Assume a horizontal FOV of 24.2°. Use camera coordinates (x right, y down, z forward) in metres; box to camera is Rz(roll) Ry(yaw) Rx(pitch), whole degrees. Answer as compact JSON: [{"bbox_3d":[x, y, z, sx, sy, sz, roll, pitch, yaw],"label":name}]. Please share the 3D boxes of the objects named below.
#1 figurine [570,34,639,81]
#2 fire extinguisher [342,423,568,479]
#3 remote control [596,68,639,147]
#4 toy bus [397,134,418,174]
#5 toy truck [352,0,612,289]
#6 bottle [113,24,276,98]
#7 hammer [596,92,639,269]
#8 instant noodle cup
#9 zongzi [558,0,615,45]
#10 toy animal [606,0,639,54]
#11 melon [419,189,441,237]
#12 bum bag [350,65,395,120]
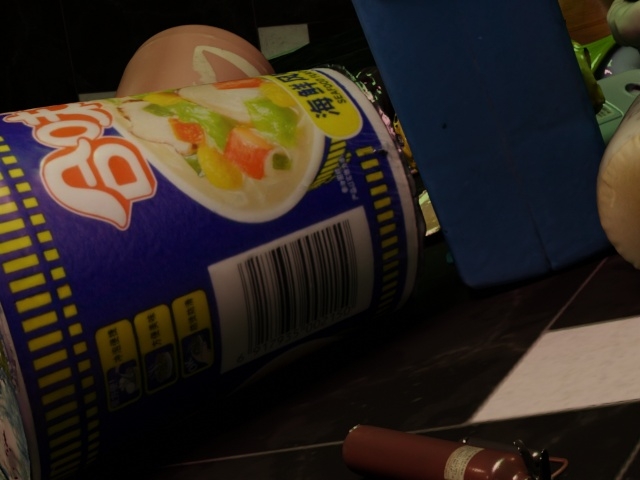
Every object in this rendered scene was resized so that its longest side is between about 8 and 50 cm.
[{"bbox_3d":[0.219,-0.154,1.440,0.263,0.143,0.162,8,36,34],"label":"figurine"},{"bbox_3d":[0.073,0.114,0.758,0.049,0.035,0.173,15,-8,-29],"label":"fire extinguisher"},{"bbox_3d":[0.218,-0.092,1.243,0.244,0.047,0.087,-21,39,-31],"label":"remote control"},{"bbox_3d":[0.053,-0.079,1.549,0.102,0.058,0.052,-23,11,-32],"label":"toy bus"},{"bbox_3d":[0.098,-0.148,1.038,0.161,0.385,0.162,-18,27,10],"label":"toy truck"},{"bbox_3d":[-0.127,-0.073,1.467,0.206,0.173,0.297,-6,36,16],"label":"bottle"},{"bbox_3d":[0.264,-0.135,0.931,0.113,0.305,0.202,19,25,10],"label":"hammer"},{"bbox_3d":[-0.107,0.005,1.040,0.312,0.284,0.284,-18,10,-23],"label":"instant noodle cup"},{"bbox_3d":[0.288,-0.262,1.809,0.289,0.123,0.260,-15,9,45],"label":"zongzi"},{"bbox_3d":[0.336,-0.165,1.130,0.208,0.204,0.156,-36,17,33],"label":"toy animal"},{"bbox_3d":[0.137,-0.037,1.291,0.182,0.054,0.098,-20,27,7],"label":"melon"},{"bbox_3d":[0.021,-0.124,1.703,0.144,0.095,0.340,-47,-2,29],"label":"bum bag"}]
